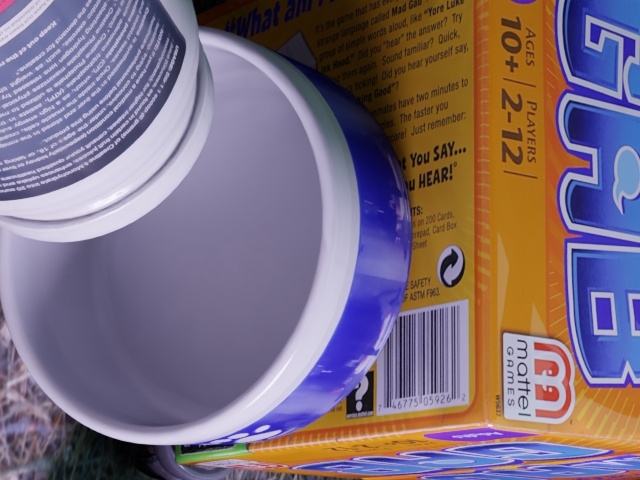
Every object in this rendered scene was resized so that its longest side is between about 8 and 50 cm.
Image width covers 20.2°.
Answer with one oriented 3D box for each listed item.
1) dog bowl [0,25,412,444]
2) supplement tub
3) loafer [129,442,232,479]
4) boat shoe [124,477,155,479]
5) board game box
[{"bbox_3d":[-0.077,0.000,1.164,0.104,0.265,0.265,13,85,-57],"label":"dog bowl"},{"bbox_3d":[-0.178,-0.130,0.970,0.272,0.191,0.191,58,44,-60],"label":"supplement tub"},{"bbox_3d":[-0.095,0.046,1.441,0.109,0.095,0.303,25,67,-32],"label":"loafer"},{"bbox_3d":[-0.127,0.294,1.412,0.081,0.079,0.227,-82,161,-56],"label":"boat shoe"},{"bbox_3d":[0.137,-0.009,1.341,0.356,0.356,0.356,9,75,-36],"label":"board game box"}]
